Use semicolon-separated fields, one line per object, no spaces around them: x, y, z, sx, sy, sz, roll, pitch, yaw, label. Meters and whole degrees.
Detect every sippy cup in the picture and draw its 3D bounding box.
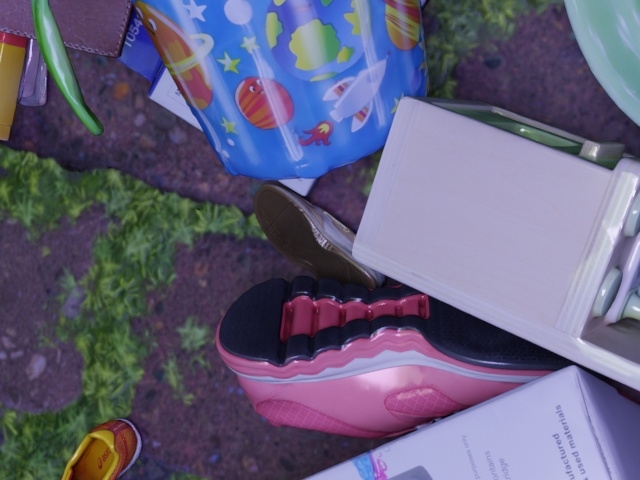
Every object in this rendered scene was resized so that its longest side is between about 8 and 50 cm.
-0.026;-0.172;0.776;0.306;0.240;0.224;-9;118;20;sippy cup

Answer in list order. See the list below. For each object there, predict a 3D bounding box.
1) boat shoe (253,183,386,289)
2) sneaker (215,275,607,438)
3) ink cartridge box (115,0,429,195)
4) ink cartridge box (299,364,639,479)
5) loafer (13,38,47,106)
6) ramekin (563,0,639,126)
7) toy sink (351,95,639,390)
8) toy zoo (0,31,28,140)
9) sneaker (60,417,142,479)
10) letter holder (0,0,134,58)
0.000;0.000;0.938;0.135;0.045;0.050;44;122;11;boat shoe
0.079;0.099;0.890;0.314;0.116;0.136;-1;133;10;sneaker
-0.048;-0.187;0.913;0.224;0.045;0.223;32;110;3;ink cartridge box
0.099;0.218;0.795;0.306;0.226;0.131;-28;64;21;ink cartridge box
-0.277;-0.192;1.060;0.045;0.039;0.125;15;94;55;loafer
0.300;-0.210;0.686;0.303;0.148;0.303;36;131;55;ramekin
0.169;-0.009;0.751;0.234;0.153;0.131;25;107;27;toy sink
-0.355;-0.214;1.067;0.192;0.030;0.293;16;97;35;toy zoo
-0.231;0.243;1.027;0.064;0.067;0.175;28;103;18;sneaker
-0.231;-0.330;0.862;0.152;0.214;0.301;-115;41;-55;letter holder
